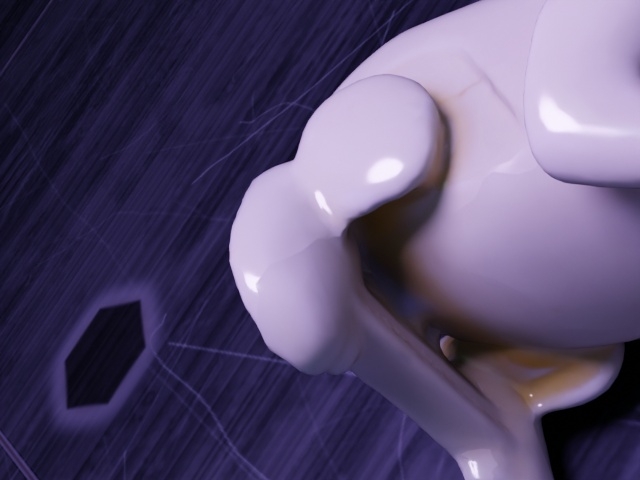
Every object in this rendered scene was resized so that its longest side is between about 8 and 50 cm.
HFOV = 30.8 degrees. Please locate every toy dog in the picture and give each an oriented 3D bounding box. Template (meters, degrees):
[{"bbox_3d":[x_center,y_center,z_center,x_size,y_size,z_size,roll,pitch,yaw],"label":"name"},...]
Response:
[{"bbox_3d":[0.203,-0.069,0.686,0.408,0.284,0.395,-34,23,22],"label":"toy dog"}]
